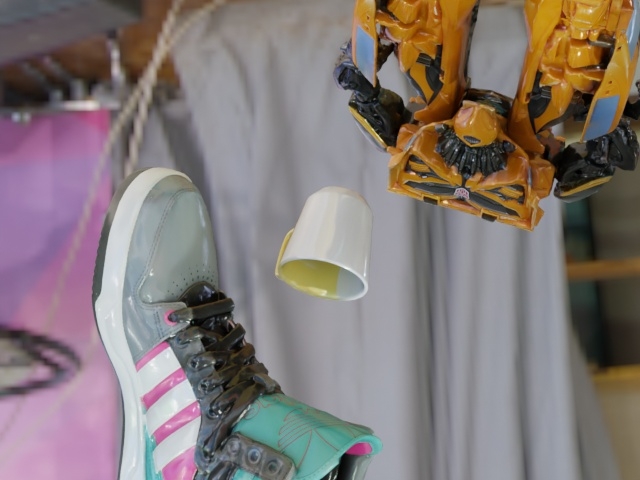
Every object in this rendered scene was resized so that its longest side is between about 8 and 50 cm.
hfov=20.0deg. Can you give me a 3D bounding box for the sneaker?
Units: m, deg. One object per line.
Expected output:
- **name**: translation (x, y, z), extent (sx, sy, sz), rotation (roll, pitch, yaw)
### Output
- **sneaker**: translation (-0.049, 0.101, 1.181), extent (0.178, 0.295, 0.124), rotation (4, -166, 34)

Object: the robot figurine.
- **robot figurine**: translation (0.104, -0.105, 1.142), extent (0.211, 0.085, 0.291), rotation (16, 150, 9)

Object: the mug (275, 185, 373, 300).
- **mug**: translation (0.001, -0.002, 1.231), extent (0.078, 0.064, 0.062), rotation (4, 153, 21)
